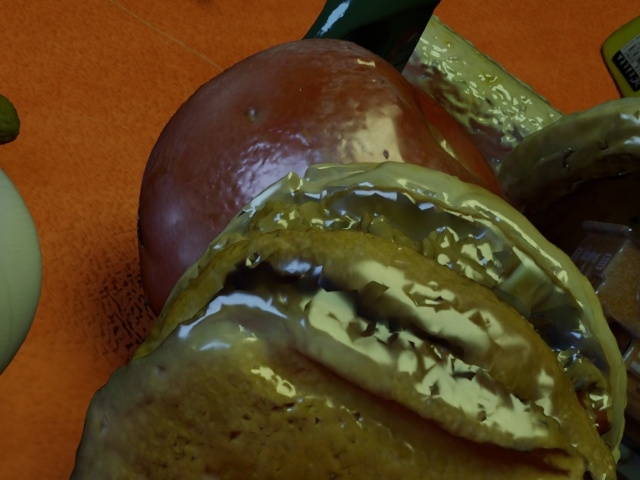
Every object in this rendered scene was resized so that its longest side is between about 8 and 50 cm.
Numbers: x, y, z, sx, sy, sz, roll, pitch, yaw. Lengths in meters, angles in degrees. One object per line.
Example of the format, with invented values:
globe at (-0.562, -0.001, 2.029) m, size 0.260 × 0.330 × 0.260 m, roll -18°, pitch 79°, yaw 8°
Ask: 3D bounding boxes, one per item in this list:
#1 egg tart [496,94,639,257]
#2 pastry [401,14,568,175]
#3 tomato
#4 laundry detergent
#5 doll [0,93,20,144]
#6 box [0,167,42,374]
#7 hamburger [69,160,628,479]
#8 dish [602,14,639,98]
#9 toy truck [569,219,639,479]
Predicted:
egg tart at (0.251, -0.004, 1.091) m, size 0.290 × 0.290 × 0.115 m, roll 33°, pitch 57°, yaw -2°
pastry at (0.117, -0.094, 1.296) m, size 0.258 × 0.089 × 0.121 m, roll 39°, pitch 16°, yaw 4°
tomato at (0.000, 0.000, 0.921) m, size 0.208 × 0.184 × 0.208 m, roll 48°, pitch 16°, yaw -18°
laundry detergent at (0.023, -0.131, 1.118) m, size 0.063 × 0.211 × 0.137 m, roll 43°, pitch 31°, yaw 16°
doll at (-0.258, -0.115, 0.933) m, size 0.209 × 0.097 × 0.137 m, roll 19°, pitch 26°, yaw -35°
box at (-0.283, 0.012, 0.662) m, size 0.288 × 0.141 × 0.349 m, roll 33°, pitch 29°, yaw 1°
hamburger at (0.017, 0.095, 0.752) m, size 0.244 × 0.244 × 0.163 m, roll 32°, pitch 22°, yaw -3°
dish at (0.397, -0.154, 1.643) m, size 0.221 × 0.108 × 0.262 m, roll 25°, pitch 29°, yaw -13°
toy truck at (0.253, 0.146, 0.974) m, size 0.338 × 0.184 × 0.133 m, roll 38°, pitch 0°, yaw -3°
